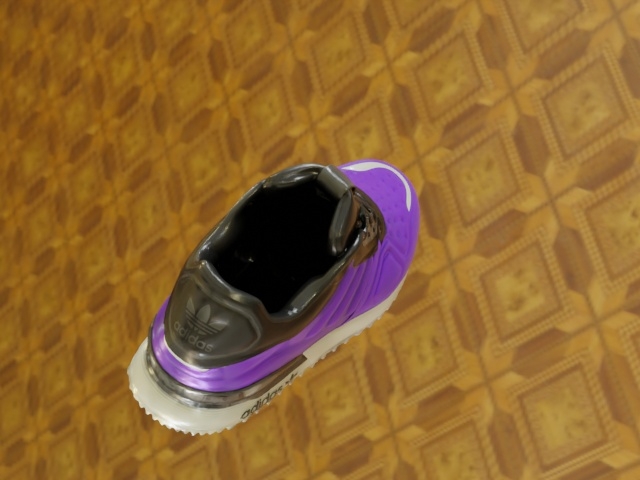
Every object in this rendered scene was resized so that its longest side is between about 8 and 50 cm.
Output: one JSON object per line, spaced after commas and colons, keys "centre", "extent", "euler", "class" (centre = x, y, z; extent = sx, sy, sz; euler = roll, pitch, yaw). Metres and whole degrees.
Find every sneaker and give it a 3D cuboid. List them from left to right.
{"centre": [0.001, 0.001, 0.753], "extent": [0.102, 0.293, 0.146], "euler": [34, 132, 12], "class": "sneaker"}
